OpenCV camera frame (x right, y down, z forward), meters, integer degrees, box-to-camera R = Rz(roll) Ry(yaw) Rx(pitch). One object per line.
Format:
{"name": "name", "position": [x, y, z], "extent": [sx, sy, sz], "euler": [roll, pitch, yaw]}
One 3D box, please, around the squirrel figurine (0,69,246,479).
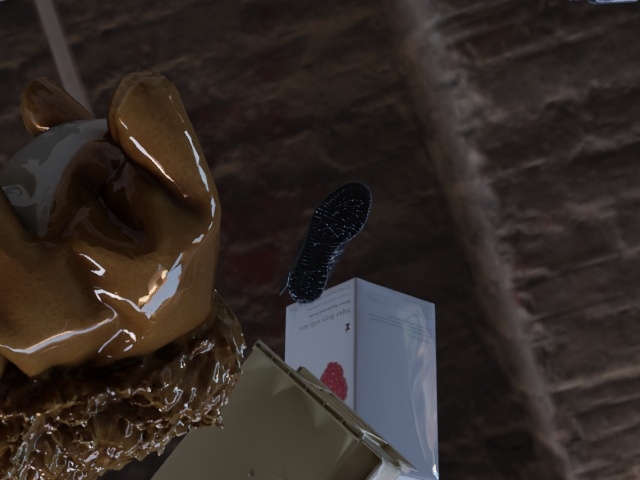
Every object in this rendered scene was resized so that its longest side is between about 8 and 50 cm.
{"name": "squirrel figurine", "position": [-0.273, 0.084, 1.016], "extent": [0.370, 0.397, 0.281], "euler": [-35, -150, -26]}

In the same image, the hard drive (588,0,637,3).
{"name": "hard drive", "position": [0.202, -0.383, 0.959], "extent": [0.064, 0.339, 0.237], "euler": [-5, -156, -16]}

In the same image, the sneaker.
{"name": "sneaker", "position": [0.002, 0.001, 1.215], "extent": [0.170, 0.051, 0.089], "euler": [-62, -175, 19]}

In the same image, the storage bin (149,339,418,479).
{"name": "storage bin", "position": [-0.055, 0.304, 1.458], "extent": [0.262, 0.123, 0.260], "euler": [-51, -132, -2]}

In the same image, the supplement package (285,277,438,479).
{"name": "supplement package", "position": [0.061, 0.235, 1.836], "extent": [0.175, 0.293, 0.177], "euler": [19, 150, -36]}
